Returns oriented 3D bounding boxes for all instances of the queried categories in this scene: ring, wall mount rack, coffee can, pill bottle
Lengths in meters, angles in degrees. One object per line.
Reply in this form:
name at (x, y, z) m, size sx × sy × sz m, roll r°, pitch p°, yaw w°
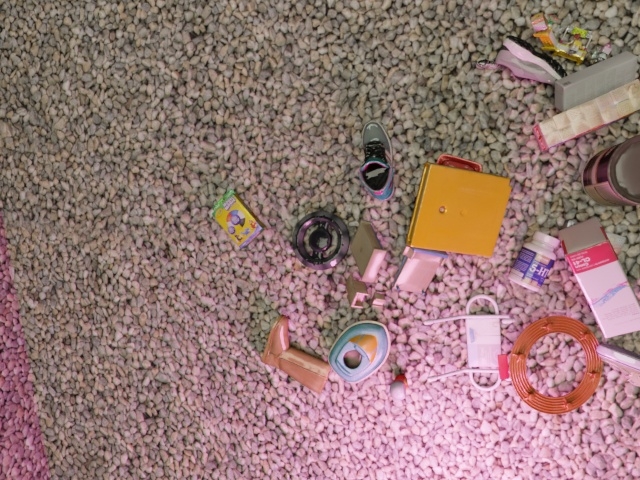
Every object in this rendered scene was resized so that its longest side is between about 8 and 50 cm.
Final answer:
ring at (0.796, 0.420, 1.585) m, size 0.336 × 0.032 × 0.337 m, roll 0°, pitch 91°, yaw -6°
wall mount rack at (0.525, 0.372, 1.662) m, size 0.304 × 0.130 × 0.350 m, roll -4°, pitch 91°, yaw 15°
coffee can at (0.945, -0.203, 1.447) m, size 0.201 × 0.275 × 0.202 m, roll 1°, pitch 93°, yaw 14°
pill bottle at (0.727, 0.068, 1.603) m, size 0.112 × 0.112 × 0.187 m, roll 25°, pitch 99°, yaw 12°

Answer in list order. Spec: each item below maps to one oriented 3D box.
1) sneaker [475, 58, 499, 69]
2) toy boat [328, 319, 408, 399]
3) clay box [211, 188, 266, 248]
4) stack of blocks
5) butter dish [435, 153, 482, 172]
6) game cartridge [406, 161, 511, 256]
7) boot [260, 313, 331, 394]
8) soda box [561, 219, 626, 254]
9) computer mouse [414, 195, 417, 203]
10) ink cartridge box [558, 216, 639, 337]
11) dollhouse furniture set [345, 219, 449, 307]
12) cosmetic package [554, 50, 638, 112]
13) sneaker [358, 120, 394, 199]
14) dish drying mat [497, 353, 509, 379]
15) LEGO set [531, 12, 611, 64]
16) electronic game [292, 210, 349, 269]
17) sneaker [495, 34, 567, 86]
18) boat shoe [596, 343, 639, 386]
sneaker at (0.584, -0.614, 1.644) m, size 0.083 × 0.037 × 0.032 m, roll -2°, pitch 91°, yaw 13°
toy boat at (0.195, 0.450, 1.743) m, size 0.318 × 0.148 × 0.267 m, roll 39°, pitch 101°, yaw 10°
clay box at (-0.338, -0.090, 1.904) m, size 0.127 × 0.053 × 0.222 m, roll -43°, pitch 83°, yaw 12°
stack of blocks at (0.849, -0.389, 1.517) m, size 0.297 × 0.171 × 0.087 m, roll -23°, pitch 87°, yaw 15°
butter dish at (0.469, -0.215, 1.653) m, size 0.160 × 0.118 × 0.160 m, roll 19°, pitch 98°, yaw 13°
game cartridge at (0.472, -0.099, 1.605) m, size 0.323 × 0.053 × 0.285 m, roll 7°, pitch 104°, yaw -17°
boot at (-0.078, 0.440, 1.850) m, size 0.269 × 0.089 × 0.236 m, roll 23°, pitch 110°, yaw 13°
soda box at (0.906, -0.012, 1.580) m, size 0.183 × 0.058 × 0.063 m, roll 20°, pitch 98°, yaw 12°
computer mouse at (0.444, -0.088, 1.712) m, size 0.242 × 0.041 × 0.071 m, roll 38°, pitch 110°, yaw 3°
ink cartridge box at (0.872, 0.111, 1.472) m, size 0.131 × 0.226 × 0.306 m, roll -24°, pitch 100°, yaw 27°
dollhouse furniture set at (0.273, 0.096, 1.749) m, size 0.303 × 0.198 × 0.286 m, roll 10°, pitch 120°, yaw -16°
cosmetic package at (0.879, -0.507, 1.518) m, size 0.239 × 0.060 × 0.099 m, roll -22°, pitch 130°, yaw 4°
sneaker at (0.194, -0.290, 1.689) m, size 0.123 × 0.178 × 0.296 m, roll -11°, pitch 90°, yaw 15°
dish drying mat at (0.612, 0.423, 1.584) m, size 0.032 × 0.008 × 0.083 m, roll -5°, pitch 90°, yaw 10°
LEGO set at (0.797, -0.674, 1.536) m, size 0.287 × 0.132 × 0.107 m, roll 24°, pitch 94°, yaw -10°
electronic game at (0.000, 0.000, 1.822) m, size 0.229 × 0.048 × 0.229 m, roll -1°, pitch 84°, yaw 15°
sneaker at (0.716, -0.577, 1.593) m, size 0.271 × 0.100 × 0.108 m, roll 35°, pitch 133°, yaw 4°
boat shoe at (1.048, 0.432, 1.542) m, size 0.302 × 0.109 × 0.094 m, roll 23°, pitch 100°, yaw 10°
